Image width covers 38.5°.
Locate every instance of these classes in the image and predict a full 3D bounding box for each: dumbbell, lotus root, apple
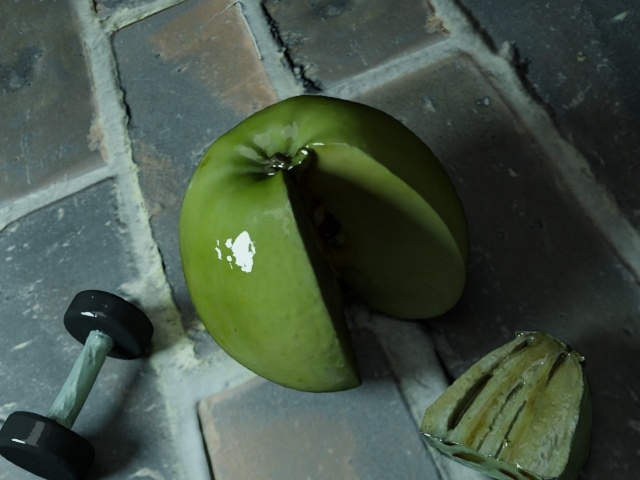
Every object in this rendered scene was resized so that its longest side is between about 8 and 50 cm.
[{"bbox_3d":[-0.259,0.154,0.981,0.100,0.100,0.191,5,55,24],"label":"dumbbell"},{"bbox_3d":[0.188,0.157,0.834,0.143,0.070,0.144,22,67,40],"label":"lotus root"},{"bbox_3d":[0.000,0.000,0.910,0.291,0.254,0.292,-13,44,13],"label":"apple"}]
